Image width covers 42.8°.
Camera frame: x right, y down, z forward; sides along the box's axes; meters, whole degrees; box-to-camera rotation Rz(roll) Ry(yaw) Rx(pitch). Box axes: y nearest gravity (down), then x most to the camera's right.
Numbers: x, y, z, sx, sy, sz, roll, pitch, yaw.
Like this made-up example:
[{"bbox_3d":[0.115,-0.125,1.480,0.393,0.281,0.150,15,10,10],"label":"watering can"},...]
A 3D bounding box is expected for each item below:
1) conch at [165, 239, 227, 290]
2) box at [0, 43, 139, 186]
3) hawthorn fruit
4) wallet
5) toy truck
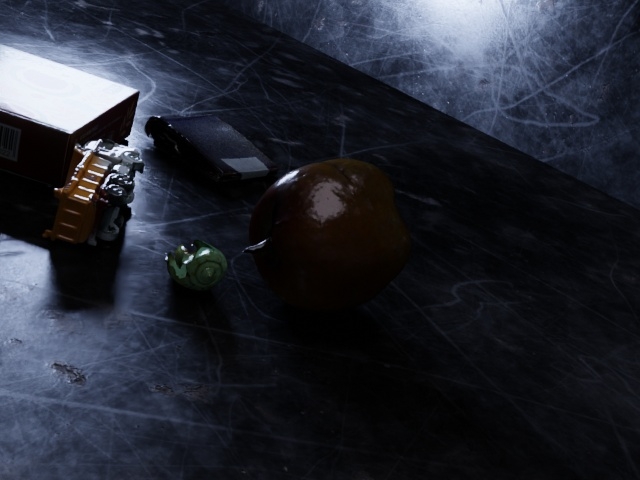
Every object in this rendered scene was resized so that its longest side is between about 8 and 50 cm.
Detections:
[{"bbox_3d":[-0.226,0.035,1.410,0.106,0.079,0.170,13,9,-27],"label":"conch"},{"bbox_3d":[-0.614,-0.272,1.704,0.345,0.122,0.385,18,24,1],"label":"box"},{"bbox_3d":[0.000,0.000,1.414,0.301,0.267,0.268,-17,42,-39],"label":"hawthorn fruit"},{"bbox_3d":[-0.253,-0.216,1.926,0.262,0.071,0.221,35,24,25],"label":"wallet"},{"bbox_3d":[-0.412,-0.092,1.494,0.135,0.114,0.270,19,26,-10],"label":"toy truck"}]
